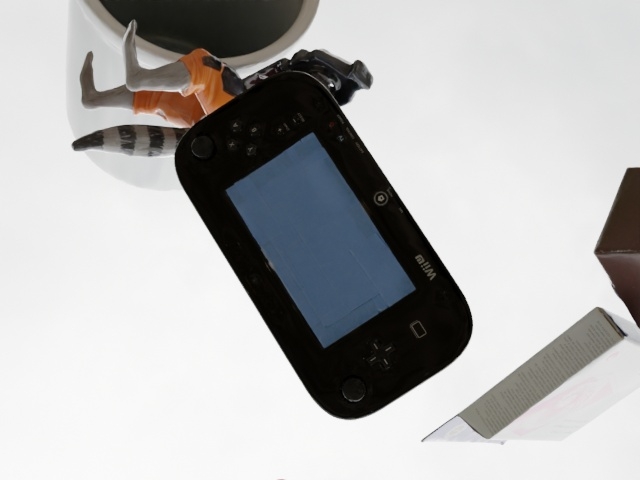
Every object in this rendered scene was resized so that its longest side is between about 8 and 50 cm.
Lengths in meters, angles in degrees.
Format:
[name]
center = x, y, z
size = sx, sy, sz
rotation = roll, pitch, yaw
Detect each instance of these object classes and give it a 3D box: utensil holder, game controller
[utensil holder]
center = -0.208, -0.283, 1.296
size = 0.327, 0.385, 0.328
rotation = 7, -115, -15
[game controller]
center = 0.000, 0.000, 0.821
size = 0.166, 0.067, 0.319
rotation = -34, -100, 10

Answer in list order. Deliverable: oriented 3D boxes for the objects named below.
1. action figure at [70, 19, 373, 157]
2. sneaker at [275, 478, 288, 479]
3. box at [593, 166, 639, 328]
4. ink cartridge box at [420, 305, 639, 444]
[action figure]
center = -0.117, -0.115, 1.025
size = 0.330, 0.341, 0.179
rotation = 21, -112, -27
[sneaker]
center = -0.066, 0.372, 1.092
size = 0.081, 0.094, 0.208
rotation = 13, -158, -3
[box]
center = 0.507, 0.006, 1.176
size = 0.168, 0.203, 0.167
rotation = 51, -125, -31
[ink cartridge box]
center = 0.359, 0.242, 1.356
size = 0.330, 0.324, 0.071
rotation = -43, -121, 19
